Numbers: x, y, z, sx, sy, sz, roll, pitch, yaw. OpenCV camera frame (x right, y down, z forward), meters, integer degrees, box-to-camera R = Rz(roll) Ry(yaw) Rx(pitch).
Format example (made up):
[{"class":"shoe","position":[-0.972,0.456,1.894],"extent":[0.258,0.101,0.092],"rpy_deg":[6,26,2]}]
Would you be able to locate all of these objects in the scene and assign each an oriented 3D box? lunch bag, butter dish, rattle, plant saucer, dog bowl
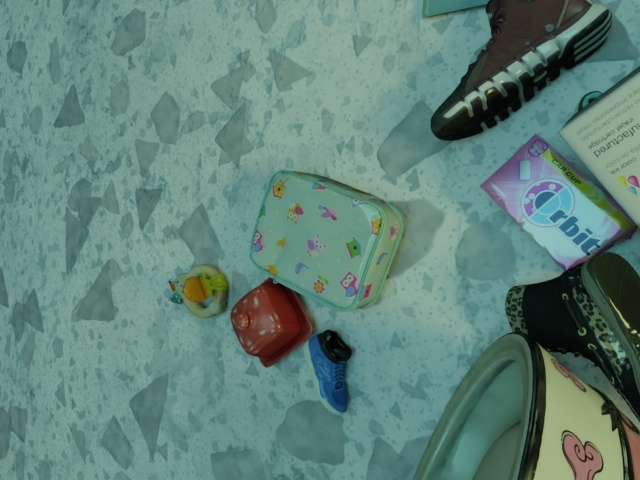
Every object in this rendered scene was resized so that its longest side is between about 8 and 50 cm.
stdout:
[{"class":"lunch bag","position":[0.000,0.000,0.845],"extent":[0.279,0.107,0.224],"rpy_deg":[24,105,33]},{"class":"butter dish","position":[-0.123,0.160,0.906],"extent":[0.160,0.118,0.160],"rpy_deg":[-42,64,25]},{"class":"rattle","position":[-0.324,0.122,1.035],"extent":[0.199,0.142,0.130],"rpy_deg":[7,110,27]},{"class":"plant saucer","position":[0.265,-0.420,0.749],"extent":[0.192,0.018,0.067],"rpy_deg":[5,90,32]},{"class":"dog bowl","position":[0.218,0.325,0.533],"extent":[0.150,0.408,0.408],"rpy_deg":[26,102,11]}]

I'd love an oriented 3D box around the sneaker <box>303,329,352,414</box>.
[{"class":"sneaker","position":[0.028,0.242,0.843],"extent":[0.084,0.058,0.152],"rpy_deg":[-40,61,34]}]

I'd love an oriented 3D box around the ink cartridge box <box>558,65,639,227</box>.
[{"class":"ink cartridge box","position":[0.443,-0.086,0.486],"extent":[0.278,0.117,0.201],"rpy_deg":[51,131,4]}]

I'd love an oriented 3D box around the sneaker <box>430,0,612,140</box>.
[{"class":"sneaker","position":[0.271,-0.288,0.699],"extent":[0.281,0.106,0.163],"rpy_deg":[-33,65,16]}]

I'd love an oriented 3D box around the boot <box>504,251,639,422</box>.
[{"class":"boot","position":[0.356,0.145,0.589],"extent":[0.237,0.085,0.178],"rpy_deg":[68,158,9]}]

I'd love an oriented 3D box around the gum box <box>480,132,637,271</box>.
[{"class":"gum box","position":[0.342,-0.049,0.652],"extent":[0.107,0.062,0.188],"rpy_deg":[-47,65,22]}]

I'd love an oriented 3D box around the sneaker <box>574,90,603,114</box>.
[{"class":"sneaker","position":[0.407,-0.139,0.607],"extent":[0.065,0.076,0.166],"rpy_deg":[-46,65,23]}]
